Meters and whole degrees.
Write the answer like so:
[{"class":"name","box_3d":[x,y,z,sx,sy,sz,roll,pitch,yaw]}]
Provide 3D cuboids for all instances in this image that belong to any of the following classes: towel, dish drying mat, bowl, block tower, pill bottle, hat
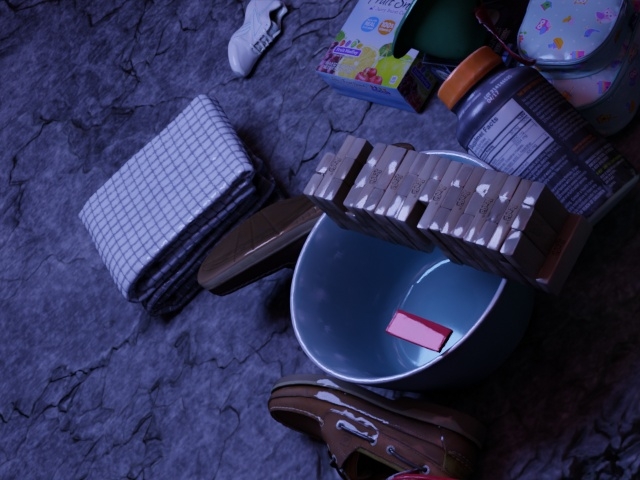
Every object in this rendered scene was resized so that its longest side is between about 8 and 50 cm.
[{"class":"towel","box_3d":[-0.205,-0.052,2.075,0.284,0.121,0.235,-44,42,7]},{"class":"dish drying mat","box_3d":[0.110,0.102,1.562,0.083,0.008,0.032,19,73,45]},{"class":"bowl","box_3d":[0.134,0.063,1.692,0.312,0.163,0.311,-20,51,26]},{"class":"block tower","box_3d":[0.136,-0.036,1.576,0.335,0.097,0.091,18,74,43]},{"class":"pill bottle","box_3d":[0.253,-0.120,1.669,0.130,0.130,0.245,-43,80,5]},{"class":"hat","box_3d":[0.211,-0.262,1.822,0.183,0.173,0.208,35,44,10]}]

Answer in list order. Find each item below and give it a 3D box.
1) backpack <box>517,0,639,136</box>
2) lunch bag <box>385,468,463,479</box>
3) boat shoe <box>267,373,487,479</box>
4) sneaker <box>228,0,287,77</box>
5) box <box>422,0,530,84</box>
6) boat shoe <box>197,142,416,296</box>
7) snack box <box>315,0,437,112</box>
[{"class":"backpack","box_3d":[0.329,-0.226,1.759,0.166,0.144,0.188,6,71,35]},{"class":"lunch bag","box_3d":[0.118,0.398,1.476,0.258,0.120,0.293,6,61,28]},{"class":"boat shoe","box_3d":[0.047,0.237,1.677,0.307,0.111,0.104,5,64,40]},{"class":"sneaker","box_3d":[-0.101,-0.328,2.228,0.061,0.054,0.152,3,62,36]},{"class":"box","box_3d":[0.249,-0.291,1.909,0.147,0.077,0.180,15,71,44]},{"class":"boat shoe","box_3d":[0.000,0.000,1.869,0.342,0.123,0.123,-30,21,6]},{"class":"snack box","box_3d":[0.116,-0.300,2.025,0.174,0.070,0.207,19,72,45]}]
